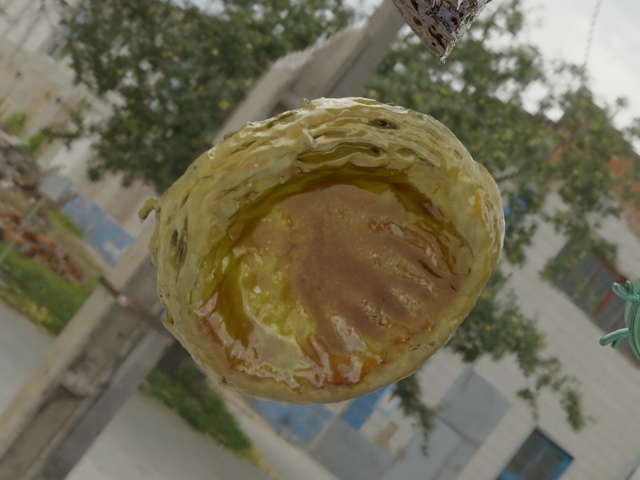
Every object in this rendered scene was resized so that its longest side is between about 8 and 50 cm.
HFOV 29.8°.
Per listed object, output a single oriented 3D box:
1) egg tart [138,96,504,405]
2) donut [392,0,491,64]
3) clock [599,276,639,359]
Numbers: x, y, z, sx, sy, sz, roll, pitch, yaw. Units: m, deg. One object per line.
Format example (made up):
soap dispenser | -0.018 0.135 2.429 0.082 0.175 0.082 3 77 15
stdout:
egg tart | 0.000 0.000 1.277 0.388 0.388 0.169 40 19 -31
donut | 0.101 -0.278 1.099 0.151 0.112 0.295 46 -4 8
clock | 0.441 0.088 1.465 0.211 0.159 0.066 4 20 -14
